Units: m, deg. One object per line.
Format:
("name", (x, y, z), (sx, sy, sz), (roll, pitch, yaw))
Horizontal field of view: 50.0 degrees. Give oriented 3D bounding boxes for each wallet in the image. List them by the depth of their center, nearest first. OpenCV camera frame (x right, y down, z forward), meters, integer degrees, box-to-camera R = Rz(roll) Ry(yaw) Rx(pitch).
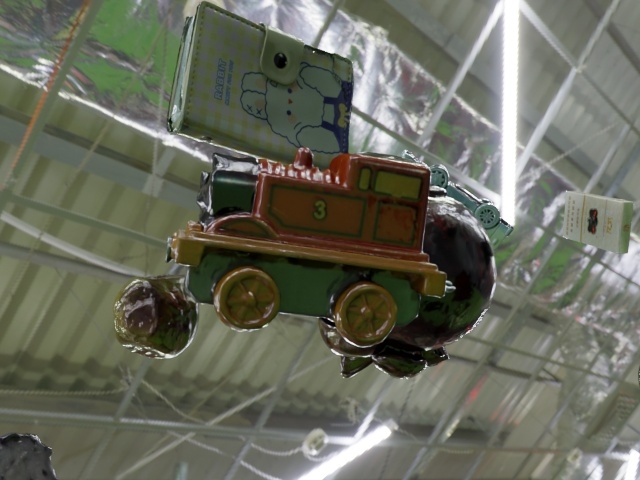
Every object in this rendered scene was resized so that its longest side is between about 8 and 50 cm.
("wallet", (-0.083, -0.232, 1.114), (0.310, 0.077, 0.223), (12, -102, -33))

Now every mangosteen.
("mangosteen", (0.121, 0.075, 1.121), (0.307, 0.307, 0.346), (6, -77, -42))

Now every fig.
("fig", (-0.277, 0.132, 1.146), (0.144, 0.154, 0.165), (9, -48, -25))

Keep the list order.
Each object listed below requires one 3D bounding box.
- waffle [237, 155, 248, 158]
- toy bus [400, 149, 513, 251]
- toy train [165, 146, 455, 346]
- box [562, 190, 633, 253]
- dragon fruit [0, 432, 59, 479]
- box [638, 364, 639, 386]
("waffle", (-0.147, -0.131, 1.382), (0.075, 0.029, 0.083), (19, -62, -20))
("toy bus", (0.281, -0.063, 1.631), (0.190, 0.312, 0.152), (-54, -2, 13))
("toy train", (0.000, 0.000, 0.853), (0.369, 0.163, 0.231), (8, -89, -12))
("box", (0.491, -0.035, 1.224), (0.024, 0.167, 0.090), (-1, -80, -13))
("dragon fruit", (-0.387, 0.298, 0.588), (0.221, 0.203, 0.283), (-26, -22, 21))
("box", (0.601, 0.154, 0.836), (0.178, 0.252, 0.328), (19, -62, -26))
